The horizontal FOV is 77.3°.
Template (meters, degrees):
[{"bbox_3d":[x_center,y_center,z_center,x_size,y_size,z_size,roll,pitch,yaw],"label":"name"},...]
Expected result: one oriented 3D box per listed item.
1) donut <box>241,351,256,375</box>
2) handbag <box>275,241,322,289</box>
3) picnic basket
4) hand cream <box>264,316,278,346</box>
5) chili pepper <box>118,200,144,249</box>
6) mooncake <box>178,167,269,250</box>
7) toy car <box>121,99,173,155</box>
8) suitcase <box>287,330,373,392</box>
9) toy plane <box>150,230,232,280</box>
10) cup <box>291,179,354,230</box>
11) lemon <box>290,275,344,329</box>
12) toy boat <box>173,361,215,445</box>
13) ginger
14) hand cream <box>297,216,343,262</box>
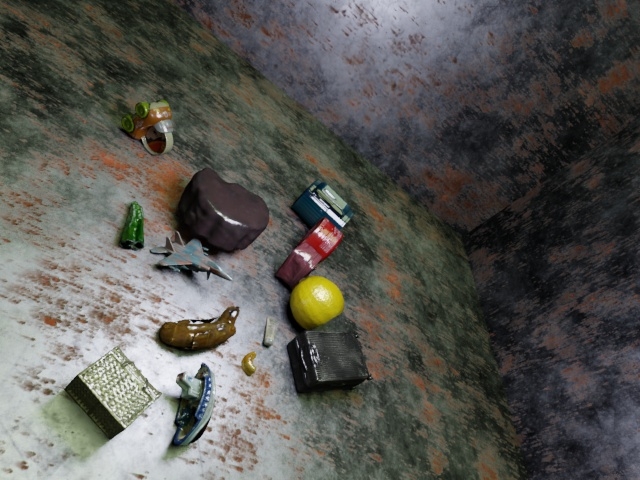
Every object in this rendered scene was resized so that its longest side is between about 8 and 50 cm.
[{"bbox_3d":[-0.262,0.462,1.524,0.067,0.038,0.083,45,35,0],"label":"donut"},{"bbox_3d":[-0.099,0.123,1.881,0.135,0.225,0.146,41,35,3],"label":"handbag"},{"bbox_3d":[-0.572,0.418,1.126,0.196,0.134,0.154,49,37,0],"label":"picnic basket"},{"bbox_3d":[-0.210,0.381,1.674,0.061,0.039,0.143,30,28,-15],"label":"hand cream"},{"bbox_3d":[-0.713,-0.068,1.522,0.088,0.059,0.226,14,45,-35],"label":"chili pepper"},{"bbox_3d":[-0.426,-0.120,1.748,0.381,0.212,0.350,36,21,-13],"label":"mooncake"},{"bbox_3d":[-0.740,-0.493,1.789,0.235,0.235,0.145,48,34,-1],"label":"toy car"},{"bbox_3d":[0.037,0.520,1.717,0.335,0.152,0.229,13,46,-39],"label":"suitcase"},{"bbox_3d":[-0.485,0.084,1.563,0.326,0.104,0.223,34,34,5],"label":"toy plane"},{"bbox_3d":[0.010,-0.173,2.268,0.292,0.242,0.308,44,5,-3],"label":"cup"},{"bbox_3d":[-0.026,0.267,1.803,0.240,0.240,0.219,-26,87,-56],"label":"lemon"},{"bbox_3d":[-0.404,0.499,1.246,0.115,0.114,0.262,37,37,-39],"label":"toy boat"},{"bbox_3d":[-0.412,0.323,1.437,0.309,0.107,0.133,2,32,-47],"label":"ginger"},{"bbox_3d":[0.000,0.000,2.115,0.149,0.230,0.230,41,34,-7],"label":"hand cream"}]
